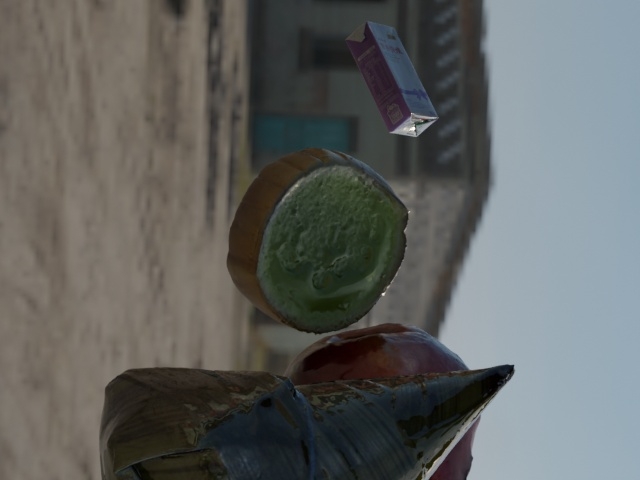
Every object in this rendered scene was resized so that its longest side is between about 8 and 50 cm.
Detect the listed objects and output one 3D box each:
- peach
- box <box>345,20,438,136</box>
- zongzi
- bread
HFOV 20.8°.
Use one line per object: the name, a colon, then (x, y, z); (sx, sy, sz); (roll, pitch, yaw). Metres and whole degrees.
peach: (0.072, 0.278, 2.159); (0.281, 0.281, 0.338); (-124, -155, -89)
box: (0.071, -0.163, 1.755); (0.050, 0.036, 0.117); (2, 58, -52)
zongzi: (0.004, 0.220, 1.208); (0.138, 0.300, 0.286); (-148, -128, -68)
bread: (0.000, 0.000, 2.107); (0.070, 0.236, 0.236); (21, -67, 53)
